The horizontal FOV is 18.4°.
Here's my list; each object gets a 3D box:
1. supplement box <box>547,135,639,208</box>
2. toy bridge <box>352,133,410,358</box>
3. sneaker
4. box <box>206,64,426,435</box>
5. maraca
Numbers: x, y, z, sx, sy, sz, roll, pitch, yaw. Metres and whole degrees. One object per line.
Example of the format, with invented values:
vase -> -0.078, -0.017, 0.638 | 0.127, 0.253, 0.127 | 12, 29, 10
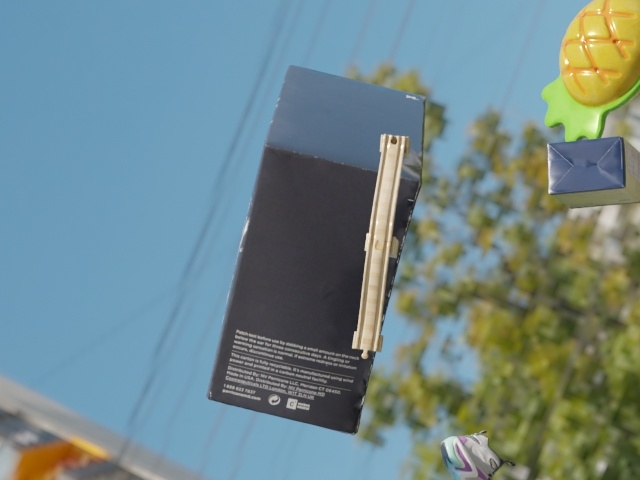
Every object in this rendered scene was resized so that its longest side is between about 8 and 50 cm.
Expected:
supplement box -> 0.293, -0.072, 2.098 | 0.083, 0.083, 0.056 | 24, -116, -64
toy bridge -> 0.050, 0.005, 1.634 | 0.063, 0.026, 0.188 | 42, -124, -84
sneaker -> 0.164, 0.239, 1.974 | 0.038, 0.069, 0.098 | -172, 68, -75
box -> 0.000, 0.000, 2.285 | 0.343, 0.179, 0.312 | -80, 5, -70
maraca -> 0.313, -0.194, 2.198 | 0.099, 0.127, 0.186 | 15, -67, -39
